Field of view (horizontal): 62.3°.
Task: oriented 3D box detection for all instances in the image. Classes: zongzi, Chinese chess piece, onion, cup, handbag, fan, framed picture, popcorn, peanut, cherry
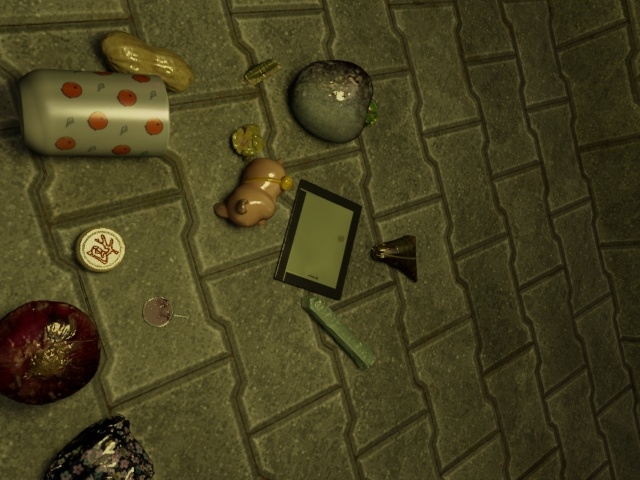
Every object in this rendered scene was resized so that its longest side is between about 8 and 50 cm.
[{"bbox_3d":[0.265,0.086,1.886,0.187,0.084,0.183,-13,104,-26],"label":"zongzi"},{"bbox_3d":[-0.569,0.023,1.369,0.122,0.051,0.121,3,85,-32],"label":"Chinese chess piece"},{"bbox_3d":[-0.637,0.256,1.231,0.247,0.190,0.246,-7,108,-23],"label":"onion"},{"bbox_3d":[-0.558,-0.309,1.304,0.318,0.212,0.212,-6,90,-32],"label":"cup"},{"bbox_3d":[-0.542,0.562,1.306,0.229,0.127,0.207,-35,106,-21],"label":"handbag"},{"bbox_3d":[-0.428,0.202,1.473,0.134,0.005,0.085,16,78,-30],"label":"fan"},{"bbox_3d":[0.000,0.000,1.754,0.265,0.016,0.346,21,75,-30],"label":"framed picture"},{"bbox_3d":[-0.217,-0.299,1.599,0.097,0.089,0.109,-2,77,2],"label":"popcorn"},{"bbox_3d":[-0.467,-0.473,1.434,0.257,0.124,0.123,16,78,-34],"label":"peanut"},{"bbox_3d":[0.047,-0.444,1.691,0.297,0.218,0.254,12,116,-11],"label":"cherry"}]

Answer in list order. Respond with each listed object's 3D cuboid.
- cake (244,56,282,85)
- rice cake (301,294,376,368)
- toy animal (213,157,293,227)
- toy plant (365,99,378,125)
[{"bbox_3d":[-0.168,-0.525,1.618,0.051,0.140,0.055,46,49,-30],"label":"cake"},{"bbox_3d":[0.059,0.297,1.741,0.336,0.066,0.063,49,64,-19],"label":"rice cake"},{"bbox_3d":[-0.180,-0.148,1.569,0.149,0.165,0.248,42,60,-18],"label":"toy animal"},{"bbox_3d":[0.143,-0.473,1.833,0.093,0.093,0.162,-42,108,-27],"label":"toy plant"}]
